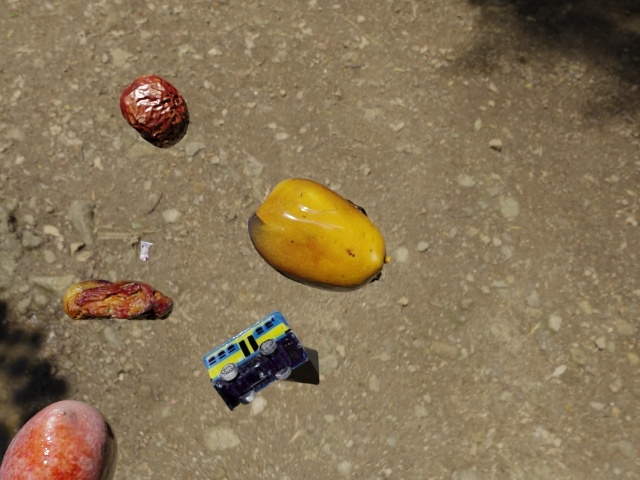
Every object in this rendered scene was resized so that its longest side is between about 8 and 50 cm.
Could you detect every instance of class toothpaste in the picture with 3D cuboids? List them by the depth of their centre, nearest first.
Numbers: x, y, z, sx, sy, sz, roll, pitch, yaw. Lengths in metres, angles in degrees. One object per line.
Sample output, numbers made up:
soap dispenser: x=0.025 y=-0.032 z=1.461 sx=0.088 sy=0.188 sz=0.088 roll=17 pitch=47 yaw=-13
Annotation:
toothpaste: x=-0.614 y=0.035 z=1.819 sx=0.045 sy=0.028 sz=0.170 roll=12 pitch=16 yaw=-19

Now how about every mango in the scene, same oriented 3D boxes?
mango: x=0.000 y=0.000 z=1.036 sx=0.287 sy=0.201 sz=0.153 roll=23 pitch=20 yaw=0

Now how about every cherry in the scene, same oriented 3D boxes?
cherry: x=-0.481 y=0.421 z=0.984 sx=0.206 sy=0.239 sz=0.239 roll=42 pitch=59 yaw=-20

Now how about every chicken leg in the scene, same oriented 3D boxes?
chicken leg: x=-0.398 y=0.124 z=1.007 sx=0.322 sy=0.177 sz=0.083 roll=-2 pitch=72 yaw=27

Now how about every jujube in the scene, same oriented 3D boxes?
jujube: x=-0.567 y=-0.445 z=1.795 sx=0.212 sy=0.232 sz=0.213 roll=-22 pitch=44 yaw=23

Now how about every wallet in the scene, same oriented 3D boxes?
wallet: x=-0.083 y=0.457 z=1.928 sx=0.030 sy=0.285 sz=0.146 roll=-19 pitch=63 yaw=26

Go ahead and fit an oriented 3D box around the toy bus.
toy bus: x=-0.201 y=0.368 z=1.606 sx=0.287 sy=0.138 sz=0.175 roll=-32 pitch=26 yaw=-11
